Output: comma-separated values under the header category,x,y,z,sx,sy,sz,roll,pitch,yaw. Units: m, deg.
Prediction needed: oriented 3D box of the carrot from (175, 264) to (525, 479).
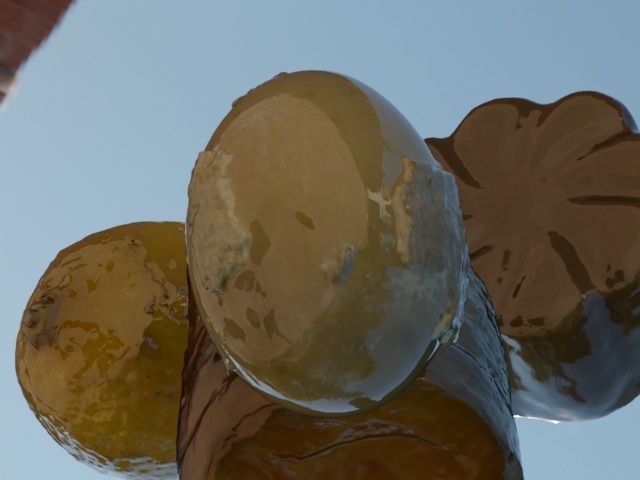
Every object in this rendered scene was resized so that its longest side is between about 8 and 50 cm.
category,x,y,z,sx,sy,sz,roll,pitch,yaw
carrot,0.015,0.110,0.992,0.241,0.241,0.341,-47,-156,26

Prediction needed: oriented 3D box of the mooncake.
category,x,y,z,sx,sy,sz,roll,pitch,yaw
mooncake,0.242,0.004,1.568,0.378,0.201,0.378,-11,-126,16

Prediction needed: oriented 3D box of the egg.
category,x,y,z,sx,sy,sz,roll,pitch,yaw
egg,0.003,0.000,0.792,0.164,0.164,0.201,-27,-114,45

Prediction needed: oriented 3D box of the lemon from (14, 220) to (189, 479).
category,x,y,z,sx,sy,sz,roll,pitch,yaw
lemon,-0.156,0.104,1.313,0.253,0.310,0.253,-21,-121,39
